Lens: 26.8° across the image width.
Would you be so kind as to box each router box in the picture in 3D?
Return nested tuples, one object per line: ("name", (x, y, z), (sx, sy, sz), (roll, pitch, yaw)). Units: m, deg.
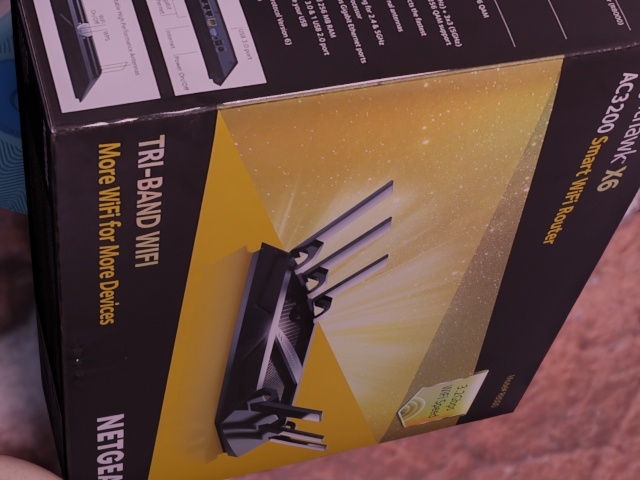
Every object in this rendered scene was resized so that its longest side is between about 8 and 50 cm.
("router box", (0.000, 0.000, 0.583), (0.243, 0.081, 0.309), (-11, 149, -15))

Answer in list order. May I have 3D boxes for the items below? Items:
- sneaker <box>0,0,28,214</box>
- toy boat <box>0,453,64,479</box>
("sneaker", (-0.056, -0.158, 0.602), (0.127, 0.208, 0.319), (30, 130, -29))
("toy boat", (-0.198, 0.184, 0.592), (0.231, 0.151, 0.151), (1, 127, -2))
